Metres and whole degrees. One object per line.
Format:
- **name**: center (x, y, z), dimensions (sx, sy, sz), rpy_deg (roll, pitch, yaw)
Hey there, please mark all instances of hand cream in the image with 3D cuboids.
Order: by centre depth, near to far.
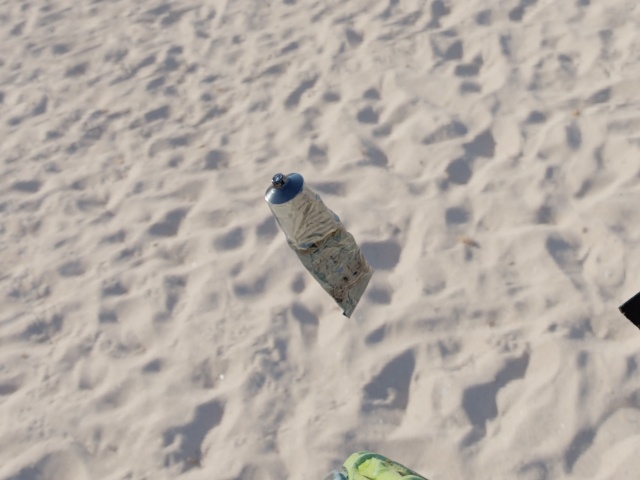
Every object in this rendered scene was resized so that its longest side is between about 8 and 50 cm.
- **hand cream**: center (0.000, -0.001, 1.096), dimensions (0.075, 0.248, 0.052), rpy_deg (-42, 46, -6)

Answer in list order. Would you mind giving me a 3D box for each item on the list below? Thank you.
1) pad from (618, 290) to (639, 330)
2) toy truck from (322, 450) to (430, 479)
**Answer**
- **pad**: center (0.411, 0.004, 0.725), dimensions (0.300, 0.202, 0.005), rpy_deg (-43, 37, 17)
- **toy truck**: center (0.010, 0.173, 0.302), dimensions (0.191, 0.085, 0.116), rpy_deg (-59, 6, -16)
